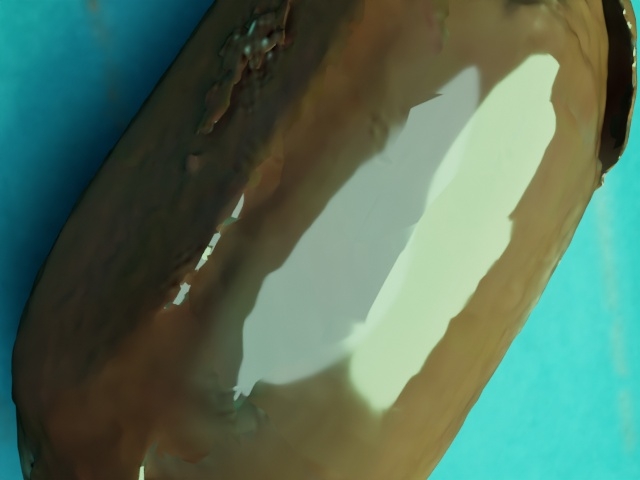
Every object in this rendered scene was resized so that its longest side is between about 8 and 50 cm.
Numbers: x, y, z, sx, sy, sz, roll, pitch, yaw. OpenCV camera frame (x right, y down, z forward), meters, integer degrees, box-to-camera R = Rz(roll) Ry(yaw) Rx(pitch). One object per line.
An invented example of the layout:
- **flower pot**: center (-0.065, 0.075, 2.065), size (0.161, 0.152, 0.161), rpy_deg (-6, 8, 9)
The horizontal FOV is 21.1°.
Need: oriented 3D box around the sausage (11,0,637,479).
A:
- **sausage**: center (0.000, 0.000, 0.584), size (0.152, 0.152, 0.280), rpy_deg (32, 89, -31)
